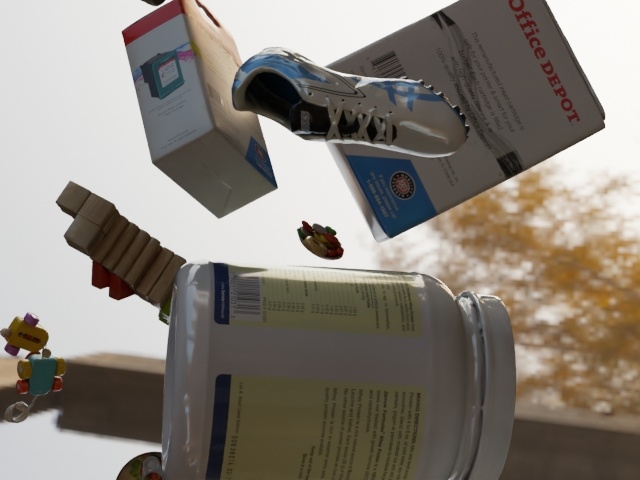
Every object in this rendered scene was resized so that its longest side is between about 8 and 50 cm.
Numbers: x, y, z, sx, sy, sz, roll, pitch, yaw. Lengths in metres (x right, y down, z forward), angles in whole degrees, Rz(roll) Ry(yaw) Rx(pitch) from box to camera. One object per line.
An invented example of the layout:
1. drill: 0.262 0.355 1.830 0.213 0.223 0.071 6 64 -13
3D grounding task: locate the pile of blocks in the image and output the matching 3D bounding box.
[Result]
1. pile of blocks: -0.287 0.058 2.250 0.362 0.149 0.112 39 -108 -21

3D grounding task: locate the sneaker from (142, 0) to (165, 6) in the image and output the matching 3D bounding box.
1. sneaker: -0.237 -0.454 2.021 0.222 0.118 0.083 -63 -13 9

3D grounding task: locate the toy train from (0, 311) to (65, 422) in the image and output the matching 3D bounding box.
1. toy train: -0.394 0.148 1.798 0.125 0.046 0.166 -36 -47 -11

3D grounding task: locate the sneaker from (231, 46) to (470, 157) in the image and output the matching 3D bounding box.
1. sneaker: 0.025 -0.120 1.375 0.085 0.237 0.086 89 -155 -44

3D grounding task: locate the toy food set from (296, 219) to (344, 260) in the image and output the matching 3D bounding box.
1. toy food set: 0.000 0.000 2.201 0.083 0.082 0.020 11 -57 -37

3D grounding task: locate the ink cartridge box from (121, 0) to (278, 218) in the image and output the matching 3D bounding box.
1. ink cartridge box: -0.131 -0.154 1.499 0.134 0.078 0.231 43 -155 -51

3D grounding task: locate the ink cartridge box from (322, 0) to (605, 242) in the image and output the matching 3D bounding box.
1. ink cartridge box: 0.208 -0.210 2.283 0.285 0.395 0.166 63 175 1

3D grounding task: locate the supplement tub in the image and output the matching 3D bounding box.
1. supplement tub: 0.011 0.143 1.429 0.235 0.325 0.235 -176 90 -82

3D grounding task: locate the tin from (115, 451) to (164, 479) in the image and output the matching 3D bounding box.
1. tin: -0.209 0.368 1.854 0.040 0.106 0.189 102 160 -78
